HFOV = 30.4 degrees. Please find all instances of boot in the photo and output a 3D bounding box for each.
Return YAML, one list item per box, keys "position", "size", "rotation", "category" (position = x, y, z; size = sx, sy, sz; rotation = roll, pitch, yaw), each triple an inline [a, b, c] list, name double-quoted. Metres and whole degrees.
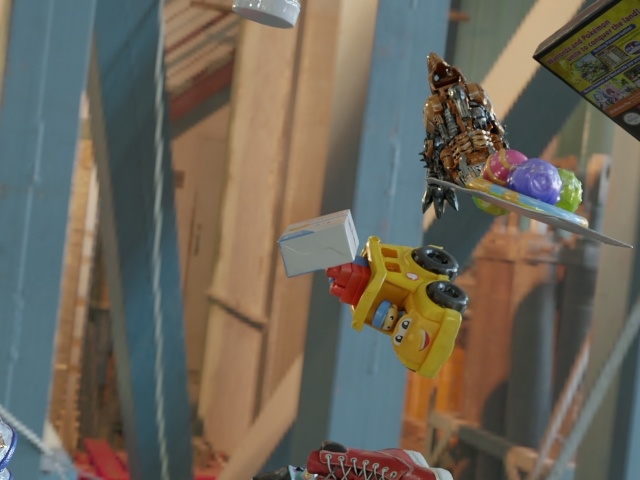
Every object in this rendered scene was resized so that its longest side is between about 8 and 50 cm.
- position: [0.076, 0.334, 1.606]
  size: [0.176, 0.088, 0.244]
  rotation: [12, 1, -15]
  category: "boot"

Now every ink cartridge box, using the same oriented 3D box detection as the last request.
- position: [0.000, 0.000, 1.807]
  size: [0.104, 0.061, 0.181]
  rotation: [-14, 8, 7]
  category: "ink cartridge box"

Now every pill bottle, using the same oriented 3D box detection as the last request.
- position: [-0.060, -0.434, 1.776]
  size: [0.119, 0.208, 0.119]
  rotation: [15, -1, 0]
  category: "pill bottle"

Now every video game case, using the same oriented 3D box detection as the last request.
- position: [0.447, -0.227, 1.540]
  size: [0.248, 0.035, 0.275]
  rotation: [36, -23, -9]
  category: "video game case"

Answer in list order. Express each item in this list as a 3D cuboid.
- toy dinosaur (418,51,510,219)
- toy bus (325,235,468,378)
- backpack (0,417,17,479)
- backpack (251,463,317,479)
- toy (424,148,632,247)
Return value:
- position: [0.214, -0.160, 1.702]
  size: [0.164, 0.322, 0.218]
  rotation: [-1, -39, 17]
  category: "toy dinosaur"
- position: [0.106, 0.091, 1.848]
  size: [0.211, 0.149, 0.220]
  rotation: [16, 28, -15]
  category: "toy bus"
- position: [-0.663, 0.397, 2.071]
  size: [0.277, 0.263, 0.213]
  rotation: [6, -37, 41]
  category: "backpack"
- position: [-0.026, 0.463, 1.979]
  size: [0.144, 0.165, 0.188]
  rotation: [-18, -22, 9]
  category: "backpack"
- position: [0.181, -0.047, 1.044]
  size: [0.137, 0.056, 0.237]
  rotation: [18, 1, -6]
  category: "toy"
